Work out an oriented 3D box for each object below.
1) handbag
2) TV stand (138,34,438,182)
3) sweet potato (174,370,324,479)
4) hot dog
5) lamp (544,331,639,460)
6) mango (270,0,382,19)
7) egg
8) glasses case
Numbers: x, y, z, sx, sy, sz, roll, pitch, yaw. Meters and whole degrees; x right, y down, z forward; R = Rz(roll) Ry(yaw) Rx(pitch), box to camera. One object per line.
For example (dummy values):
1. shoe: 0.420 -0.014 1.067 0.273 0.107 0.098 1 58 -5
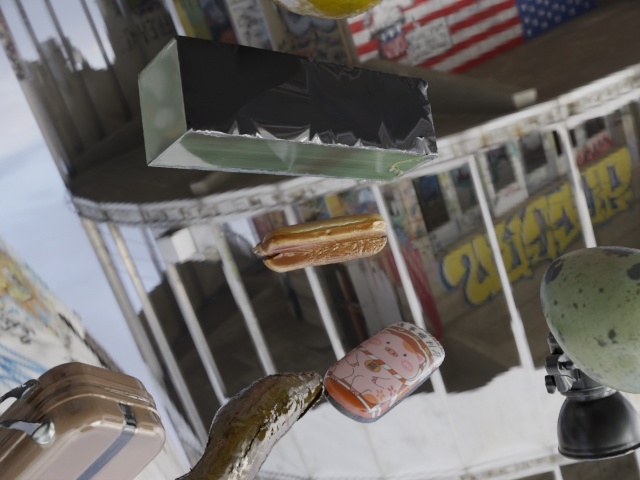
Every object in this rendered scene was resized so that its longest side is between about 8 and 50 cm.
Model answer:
1. handbag: -0.419 0.321 1.337 0.302 0.283 0.149 -43 -132 8
2. TV stand: -0.021 -0.112 0.802 0.270 0.088 0.083 1 162 -37
3. sweet potato: -0.084 0.238 1.123 0.085 0.112 0.286 21 -148 18
4. hot dog: 0.000 0.000 1.486 0.236 0.092 0.062 -7 -137 -16
5. lamp: 0.427 0.224 1.425 0.172 0.227 0.147 -18 -176 -42
6. mango: -0.014 -0.259 0.690 0.142 0.195 0.331 -46 -156 5
7. egg: 0.380 0.092 1.117 0.177 0.177 0.228 -28 -135 -24
8. glasses case: 0.101 0.198 1.358 0.103 0.067 0.267 38 -147 18
